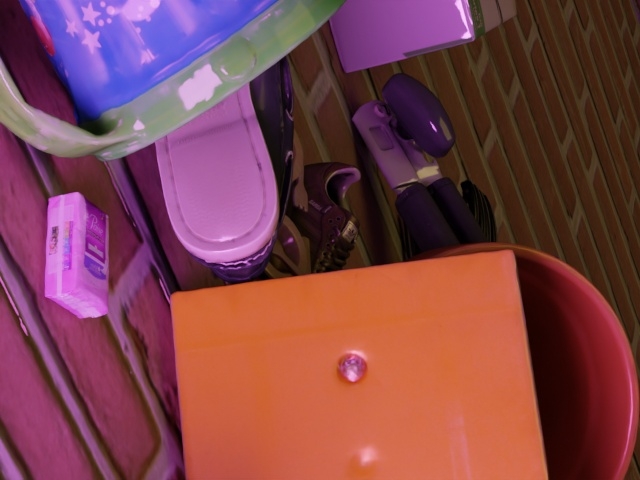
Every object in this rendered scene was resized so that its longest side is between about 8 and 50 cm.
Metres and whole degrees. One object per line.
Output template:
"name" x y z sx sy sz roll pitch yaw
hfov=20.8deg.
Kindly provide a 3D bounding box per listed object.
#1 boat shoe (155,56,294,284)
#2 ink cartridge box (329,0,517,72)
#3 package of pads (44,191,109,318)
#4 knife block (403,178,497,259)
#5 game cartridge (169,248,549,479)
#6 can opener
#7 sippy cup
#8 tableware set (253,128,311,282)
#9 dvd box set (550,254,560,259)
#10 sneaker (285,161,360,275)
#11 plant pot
"boat shoe" -0.083 -0.116 1.470 0.113 0.127 0.340 72 4 -61
"ink cartridge box" 0.120 -0.266 1.987 0.219 0.160 0.093 -35 112 -66
"package of pads" -0.178 0.012 1.281 0.050 0.032 0.083 45 38 -57
"knife block" 0.172 0.077 2.012 0.276 0.088 0.242 68 24 -19
"game cartridge" 0.035 0.181 1.375 0.053 0.285 0.324 72 12 -74
"can opener" 0.129 -0.050 1.877 0.076 0.095 0.283 -15 65 -35
"sippy cup" -0.132 -0.213 1.282 0.224 0.240 0.305 55 20 -14
"tableware set" -0.041 -0.041 1.588 0.128 0.039 0.194 25 53 -44
"dvd box set" 0.286 0.267 2.065 0.308 0.062 0.420 -75 156 -66
"sneaker" 0.000 0.000 1.664 0.066 0.071 0.188 50 34 -48
"plant pot" 0.109 0.141 1.573 0.203 0.290 0.291 8 -63 68
